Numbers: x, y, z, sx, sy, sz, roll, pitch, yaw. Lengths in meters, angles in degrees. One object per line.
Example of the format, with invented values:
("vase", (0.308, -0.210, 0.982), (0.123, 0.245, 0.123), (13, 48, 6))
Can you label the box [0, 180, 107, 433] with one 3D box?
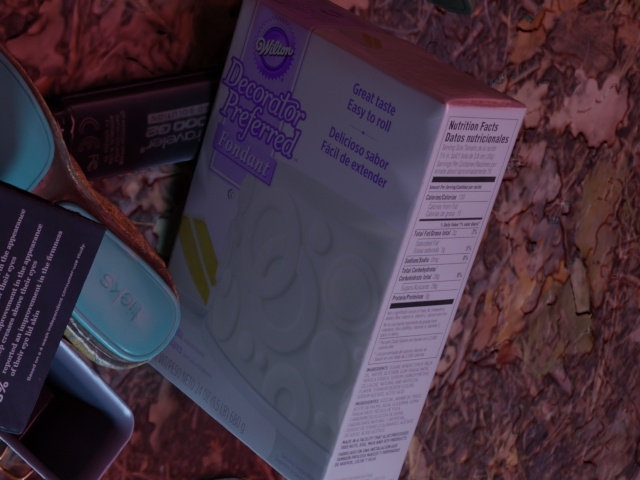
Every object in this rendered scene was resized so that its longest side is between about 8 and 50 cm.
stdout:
("box", (-0.264, 0.018, 1.116), (0.207, 0.108, 0.153), (24, 88, -44))

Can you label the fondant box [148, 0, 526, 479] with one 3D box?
("fondant box", (0.000, 0.000, 1.381), (0.096, 0.238, 0.330), (0, 115, -44))

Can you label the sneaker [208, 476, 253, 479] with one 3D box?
("sneaker", (-0.145, 0.292, 1.442), (0.385, 0.147, 0.145), (-17, 116, -39))

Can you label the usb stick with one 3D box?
("usb stick", (-0.108, -0.100, 1.428), (0.278, 0.045, 0.077), (-16, 122, -41))

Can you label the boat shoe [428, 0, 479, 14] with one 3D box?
("boat shoe", (0.066, -0.313, 1.482), (0.104, 0.111, 0.307), (-57, 134, -13))

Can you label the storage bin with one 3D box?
("storage bin", (-0.226, 0.128, 1.351), (0.098, 0.091, 0.135), (-54, 132, -18))

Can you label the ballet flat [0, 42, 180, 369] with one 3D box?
("ballet flat", (-0.228, -0.037, 1.282), (0.123, 0.123, 0.348), (-52, 129, -20))
